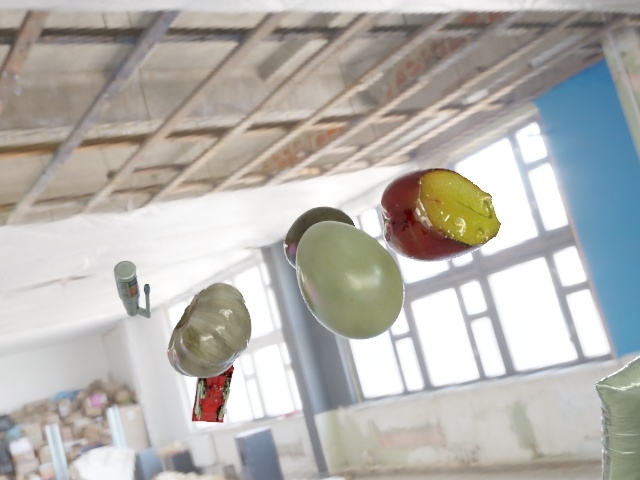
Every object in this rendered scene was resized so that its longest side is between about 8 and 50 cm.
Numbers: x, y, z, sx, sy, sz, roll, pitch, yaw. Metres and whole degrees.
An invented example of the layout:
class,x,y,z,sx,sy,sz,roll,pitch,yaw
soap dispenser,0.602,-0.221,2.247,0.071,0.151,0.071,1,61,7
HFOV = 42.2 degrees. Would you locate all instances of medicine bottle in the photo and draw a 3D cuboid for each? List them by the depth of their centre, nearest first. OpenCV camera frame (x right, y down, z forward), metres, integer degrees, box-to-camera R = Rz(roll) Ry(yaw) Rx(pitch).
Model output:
class,x,y,z,sx,sy,sz,roll,pitch,yaw
medicine bottle,-0.497,0.139,2.215,0.092,0.061,0.220,18,-34,5

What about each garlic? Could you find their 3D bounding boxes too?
class,x,y,z,sx,sy,sz,roll,pitch,yaw
garlic,-0.237,0.206,1.807,0.152,0.227,0.228,32,-22,-12

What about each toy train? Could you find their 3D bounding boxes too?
class,x,y,z,sx,sy,sz,roll,pitch,yaw
toy train,-0.254,0.338,1.959,0.083,0.131,0.204,5,-46,-12

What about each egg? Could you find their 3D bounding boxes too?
class,x,y,z,sx,sy,sz,roll,pitch,yaw
egg,0.052,0.073,1.597,0.189,0.253,0.188,-34,-16,-11

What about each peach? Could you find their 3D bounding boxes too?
class,x,y,z,sx,sy,sz,roll,pitch,yaw
peach,0.335,-0.067,2.283,0.338,0.281,0.281,-2,-7,1

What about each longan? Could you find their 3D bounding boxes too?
class,x,y,z,sx,sy,sz,roll,pitch,yaw
longan,0.000,0.000,2.004,0.187,0.167,0.167,-39,-13,13

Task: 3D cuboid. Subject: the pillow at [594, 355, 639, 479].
class,x,y,z,sx,sy,sz,roll,pitch,yaw
pillow,0.514,0.313,1.376,0.144,0.254,0.078,-17,23,-20
